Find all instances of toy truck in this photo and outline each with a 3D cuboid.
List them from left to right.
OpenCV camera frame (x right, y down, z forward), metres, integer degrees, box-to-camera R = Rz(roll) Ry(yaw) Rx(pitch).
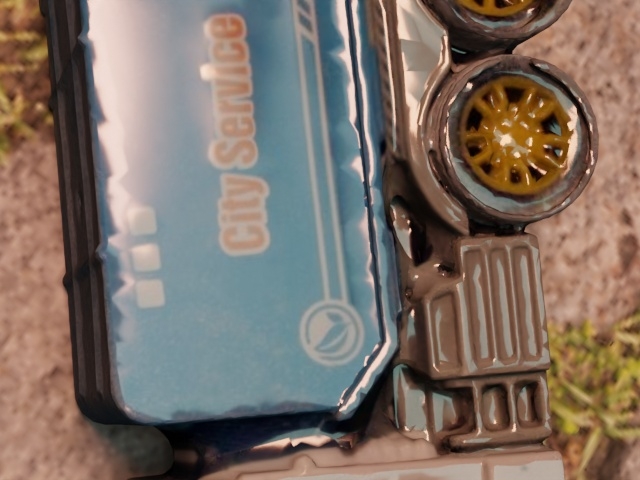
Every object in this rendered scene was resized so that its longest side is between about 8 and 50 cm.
[{"bbox_3d":[0.000,0.000,0.587,0.175,0.146,0.367,-5,84,-13],"label":"toy truck"}]
